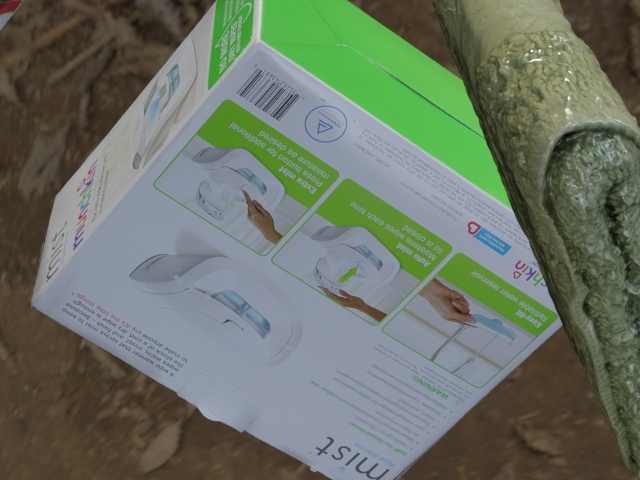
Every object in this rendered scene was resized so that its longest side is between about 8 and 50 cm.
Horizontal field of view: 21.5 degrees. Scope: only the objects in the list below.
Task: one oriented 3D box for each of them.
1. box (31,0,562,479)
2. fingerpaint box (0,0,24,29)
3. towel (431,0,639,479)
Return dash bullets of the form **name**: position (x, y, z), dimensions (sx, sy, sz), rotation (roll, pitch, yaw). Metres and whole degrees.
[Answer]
- **box**: position (0.000, 0.000, 1.017), dimensions (0.262, 0.231, 0.127), rotation (31, 30, -21)
- **fingerpaint box**: position (-0.360, -0.305, 0.807), dimensions (0.371, 0.163, 0.445), rotation (-4, 56, -57)
- **towel**: position (0.060, -0.011, 0.401), dimensions (0.027, 0.148, 0.110), rotation (-24, 48, 5)
